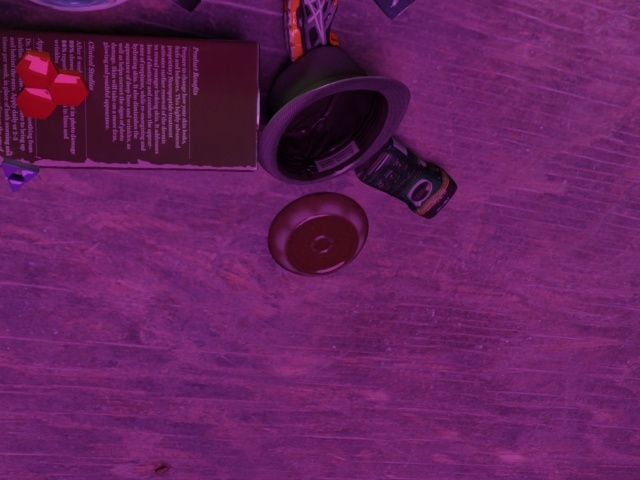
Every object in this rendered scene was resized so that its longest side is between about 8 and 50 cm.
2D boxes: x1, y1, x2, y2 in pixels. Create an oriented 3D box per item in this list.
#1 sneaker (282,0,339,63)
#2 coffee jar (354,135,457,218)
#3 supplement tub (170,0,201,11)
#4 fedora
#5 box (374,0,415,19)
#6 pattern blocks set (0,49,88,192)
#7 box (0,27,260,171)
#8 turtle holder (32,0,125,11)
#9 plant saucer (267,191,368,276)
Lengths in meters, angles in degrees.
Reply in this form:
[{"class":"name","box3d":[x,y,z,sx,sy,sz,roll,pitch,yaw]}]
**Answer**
[{"class":"sneaker","box3d":[-0.015,-0.369,1.131,0.083,0.084,0.215,-9,139,-8]},{"class":"coffee jar","box3d":[0.157,-0.114,1.370,0.184,0.079,0.096,28,112,-30]},{"class":"supplement tub","box3d":[-0.136,-0.396,0.984,0.106,0.106,0.198,33,110,-33]},{"class":"fedora","box3d":[0.003,-0.209,1.197,0.244,0.124,0.275,-12,153,-22]},{"class":"box","box3d":[0.028,-0.427,1.028,0.059,0.183,0.233,-38,128,14]},{"class":"pattern blocks set","box3d":[-0.458,-0.155,0.829,0.325,0.026,0.285,27,116,-32]},{"class":"box","box3d":[-0.286,-0.200,1.106,0.381,0.143,0.191,0,98,-13]},{"class":"turtle holder","box3d":[-0.344,-0.395,0.916,0.320,0.243,0.227,-23,147,-13]},{"class":"plant saucer","box3d":[0.000,0.000,1.442,0.199,0.036,0.198,-7,129,-9]}]
